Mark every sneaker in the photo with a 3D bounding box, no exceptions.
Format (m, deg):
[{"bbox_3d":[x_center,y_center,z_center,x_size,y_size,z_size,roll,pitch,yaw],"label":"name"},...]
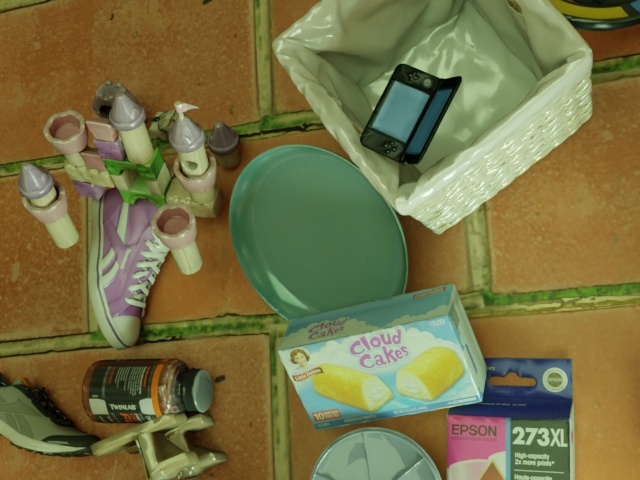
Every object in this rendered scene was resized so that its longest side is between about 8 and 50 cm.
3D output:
[{"bbox_3d":[-0.487,0.297,1.574,0.272,0.100,0.108,16,81,21],"label":"sneaker"},{"bbox_3d":[-0.296,0.035,1.552,0.161,0.102,0.282,-9,78,15],"label":"sneaker"}]

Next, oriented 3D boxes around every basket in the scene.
[{"bbox_3d":[0.175,-0.235,1.344,0.331,0.266,0.328,-40,70,10],"label":"basket"}]

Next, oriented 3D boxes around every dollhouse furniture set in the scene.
[{"bbox_3d":[-0.264,0.454,1.302,0.257,0.394,0.362,-22,74,6],"label":"dollhouse furniture set"}]

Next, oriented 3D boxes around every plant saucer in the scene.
[{"bbox_3d":[0.000,0.000,1.409,0.318,0.044,0.317,16,121,28],"label":"plant saucer"}]

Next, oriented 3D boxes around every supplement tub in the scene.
[{"bbox_3d":[-0.278,0.243,1.504,0.198,0.106,0.106,-4,79,19],"label":"supplement tub"}]

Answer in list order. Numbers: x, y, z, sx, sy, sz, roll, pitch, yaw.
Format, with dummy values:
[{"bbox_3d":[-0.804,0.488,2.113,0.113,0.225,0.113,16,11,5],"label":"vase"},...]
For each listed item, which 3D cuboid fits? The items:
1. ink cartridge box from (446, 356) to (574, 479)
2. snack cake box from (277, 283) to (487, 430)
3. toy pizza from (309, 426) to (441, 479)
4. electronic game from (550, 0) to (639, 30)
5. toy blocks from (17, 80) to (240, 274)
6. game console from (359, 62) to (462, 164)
[{"bbox_3d":[0.269,0.350,1.319,0.176,0.069,0.370,-2,78,19],"label":"ink cartridge box"},{"bbox_3d":[0.090,0.171,1.347,0.264,0.089,0.152,-15,114,23],"label":"snack cake box"},{"bbox_3d":[0.080,0.369,1.330,0.201,0.032,0.201,-3,81,18],"label":"toy pizza"},{"bbox_3d":[0.398,-0.378,1.355,0.229,0.048,0.229,-3,47,3],"label":"electronic game"},{"bbox_3d":[-0.290,-0.154,1.443,0.289,0.260,0.308,10,57,13],"label":"toy blocks"},{"bbox_3d":[0.112,-0.163,1.175,0.107,0.071,0.122,27,90,20],"label":"game console"}]
